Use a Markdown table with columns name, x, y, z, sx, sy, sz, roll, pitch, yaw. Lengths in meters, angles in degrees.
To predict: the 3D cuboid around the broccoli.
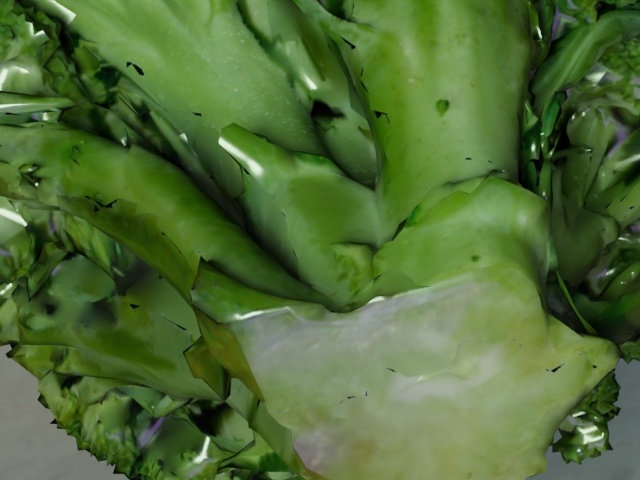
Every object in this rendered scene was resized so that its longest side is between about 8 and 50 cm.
| name | x | y | z | sx | sy | sz | roll | pitch | yaw |
| --- | --- | --- | --- | --- | --- | --- | --- | --- | --- |
| broccoli | 0.013 | -0.020 | 0.564 | 0.304 | 0.283 | 0.321 | -42 | 116 | 10 |
